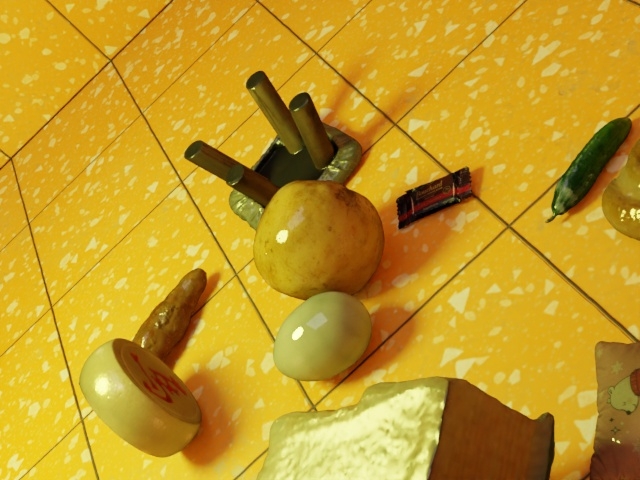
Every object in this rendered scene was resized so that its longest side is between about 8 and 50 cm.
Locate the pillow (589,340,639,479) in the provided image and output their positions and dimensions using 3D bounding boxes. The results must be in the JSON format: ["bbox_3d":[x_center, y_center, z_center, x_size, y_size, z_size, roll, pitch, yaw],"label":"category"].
[{"bbox_3d":[0.484,0.237,1.374,0.223,0.084,0.236,-12,51,35],"label":"pillow"}]

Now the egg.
[{"bbox_3d":[0.000,0.183,1.845,0.209,0.151,0.151,-33,38,18],"label":"egg"}]

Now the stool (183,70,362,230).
[{"bbox_3d":[-0.112,-0.198,2.255,0.310,0.226,0.310,-49,37,-6],"label":"stool"}]

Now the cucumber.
[{"bbox_3d":[0.475,-0.131,1.754,0.250,0.056,0.056,-53,37,-9],"label":"cucumber"}]

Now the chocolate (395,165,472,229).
[{"bbox_3d":[0.228,-0.085,1.979,0.182,0.028,0.086,-25,49,28],"label":"chocolate"}]

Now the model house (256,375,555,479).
[{"bbox_3d":[0.136,0.401,1.385,0.382,0.342,0.335,-13,55,48],"label":"model house"}]

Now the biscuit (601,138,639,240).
[{"bbox_3d":[0.596,-0.119,1.594,0.274,0.091,0.213,-53,35,-12],"label":"biscuit"}]

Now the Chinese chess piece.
[{"bbox_3d":[-0.360,0.314,1.977,0.102,0.273,0.273,-47,36,4],"label":"Chinese chess piece"}]

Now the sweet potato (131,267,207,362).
[{"bbox_3d":[-0.361,0.210,2.219,0.106,0.095,0.355,18,67,7],"label":"sweet potato"}]

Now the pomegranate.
[{"bbox_3d":[0.000,0.000,1.935,0.260,0.260,0.260,-26,41,25],"label":"pomegranate"}]
